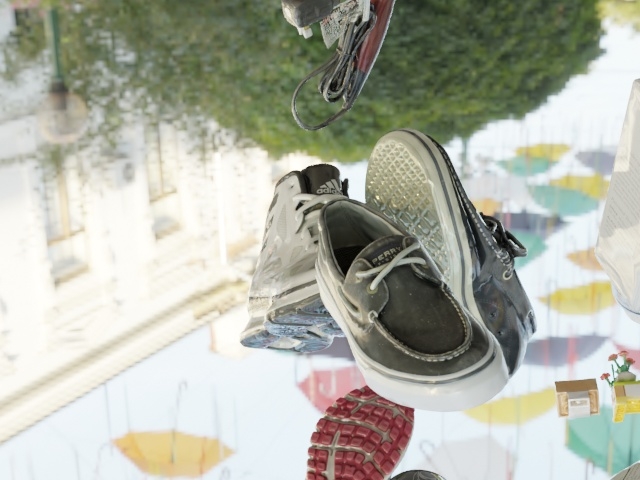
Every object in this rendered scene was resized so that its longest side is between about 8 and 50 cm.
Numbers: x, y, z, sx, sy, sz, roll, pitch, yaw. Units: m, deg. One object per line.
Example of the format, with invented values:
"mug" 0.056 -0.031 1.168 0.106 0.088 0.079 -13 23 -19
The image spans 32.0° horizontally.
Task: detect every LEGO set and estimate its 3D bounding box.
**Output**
"LEGO set" 0.395 0.121 1.224 0.287 0.107 0.132 -27 137 34

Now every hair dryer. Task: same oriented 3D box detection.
"hair dryer" 0.060 -0.280 1.284 0.293 0.223 0.080 -40 -115 -18

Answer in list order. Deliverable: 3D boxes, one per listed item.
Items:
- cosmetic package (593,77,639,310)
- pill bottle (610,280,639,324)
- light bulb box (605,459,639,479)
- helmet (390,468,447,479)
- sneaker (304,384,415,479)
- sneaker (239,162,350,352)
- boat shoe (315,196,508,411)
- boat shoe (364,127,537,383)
"cosmetic package" 0.325 -0.048 0.986 0.117 0.231 0.085 -16 -131 -12
"pill bottle" 0.483 0.050 1.641 0.112 0.186 0.112 -8 -120 13
"light bulb box" 0.498 0.538 1.763 0.225 0.361 0.358 47 -139 4
"helmet" 0.183 0.509 1.993 0.169 0.169 0.161 -3 -147 -5
"sneaker" 0.023 0.324 1.464 0.121 0.299 0.112 28 168 19
"sneaker" -0.001 0.000 1.499 0.169 0.257 0.447 8 166 -21
"boat shoe" 0.064 0.052 1.099 0.121 0.119 0.335 -24 -152 -16
"boat shoe" 0.202 0.020 1.622 0.156 0.500 0.187 -42 -139 -19
